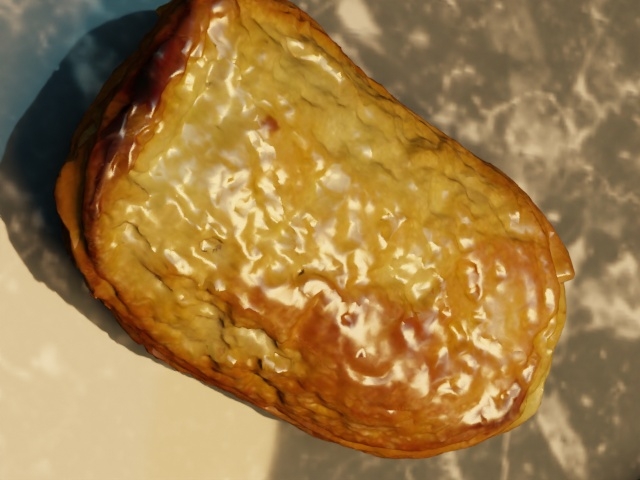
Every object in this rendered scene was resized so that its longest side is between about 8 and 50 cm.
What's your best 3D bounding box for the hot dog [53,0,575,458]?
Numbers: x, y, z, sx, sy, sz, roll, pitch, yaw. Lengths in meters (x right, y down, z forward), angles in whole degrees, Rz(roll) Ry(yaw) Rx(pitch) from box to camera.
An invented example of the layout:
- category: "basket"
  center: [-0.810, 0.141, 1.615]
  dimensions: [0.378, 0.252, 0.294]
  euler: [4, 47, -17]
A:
- category: "hot dog"
  center: [-0.003, -0.001, 0.782]
  dimensions: [0.259, 0.114, 0.175]
  euler: [37, 74, -21]
